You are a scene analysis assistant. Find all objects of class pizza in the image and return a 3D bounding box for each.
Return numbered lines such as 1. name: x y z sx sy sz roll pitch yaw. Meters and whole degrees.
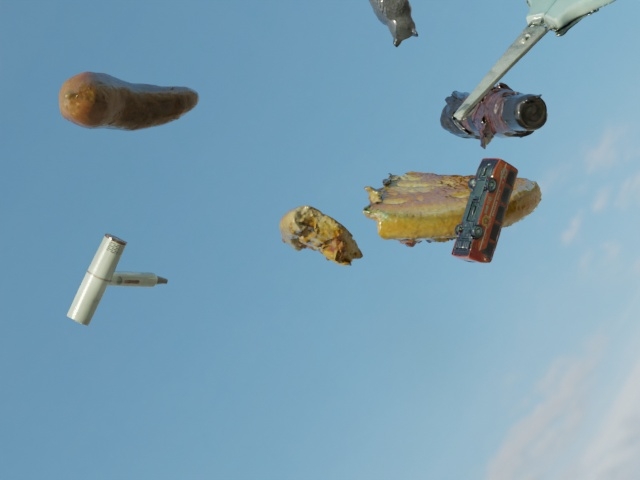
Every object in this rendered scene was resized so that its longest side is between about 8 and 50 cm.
1. pizza: 0.165 -0.046 1.755 0.289 0.228 0.081 -13 -67 -31
2. pizza: 0.000 0.000 2.102 0.182 0.161 0.062 148 143 -72

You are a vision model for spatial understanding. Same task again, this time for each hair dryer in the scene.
1. hair dryer: -0.331 0.083 2.075 0.183 0.044 0.155 25 -87 -51

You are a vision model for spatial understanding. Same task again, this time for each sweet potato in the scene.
1. sweet potato: -0.321 -0.227 2.004 0.292 0.097 0.097 -6 -57 -52

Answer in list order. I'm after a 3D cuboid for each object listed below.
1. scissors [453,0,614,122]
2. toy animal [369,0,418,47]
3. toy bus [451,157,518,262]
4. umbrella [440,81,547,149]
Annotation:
1. scissors: 0.287 -0.276 1.626 0.360 0.191 0.029 -50 -54 -20
2. toy animal: 0.139 -0.512 2.532 0.121 0.210 0.117 -32 -22 25
3. toy bus: 0.169 -0.029 1.244 0.043 0.031 0.110 24 -100 -35
4. umbrella: 0.268 -0.196 1.878 0.094 0.326 0.090 -19 -81 -14
